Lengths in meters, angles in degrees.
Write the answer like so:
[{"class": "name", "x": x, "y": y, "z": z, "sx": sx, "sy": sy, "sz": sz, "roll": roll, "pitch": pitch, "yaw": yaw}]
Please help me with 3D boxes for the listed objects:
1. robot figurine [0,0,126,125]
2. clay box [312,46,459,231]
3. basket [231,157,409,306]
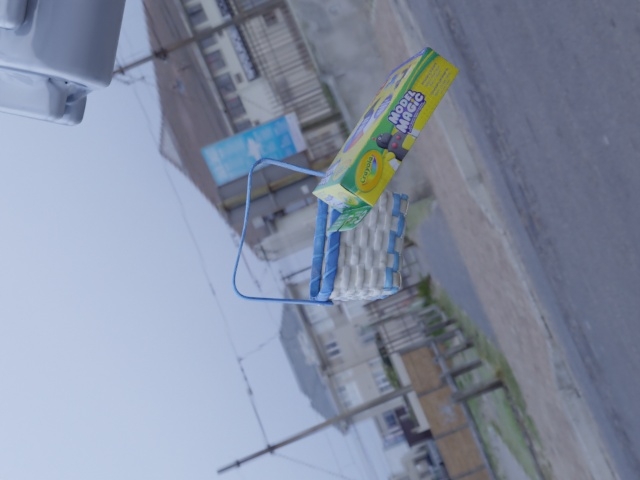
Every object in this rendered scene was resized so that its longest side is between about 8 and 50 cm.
[{"class": "robot figurine", "x": -0.395, "y": -0.354, "z": 1.234, "sx": 0.300, "sy": 0.200, "sz": 0.353, "roll": -44, "pitch": -35, "yaw": -86}, {"class": "clay box", "x": 0.066, "y": -0.113, "z": 0.981, "sx": 0.053, "sy": 0.222, "sz": 0.127, "roll": 35, "pitch": 170, "yaw": -11}, {"class": "basket", "x": 0.000, "y": 0.000, "z": 1.467, "sx": 0.201, "sy": 0.289, "sz": 0.254, "roll": 148, "pitch": 133, "yaw": -75}]
